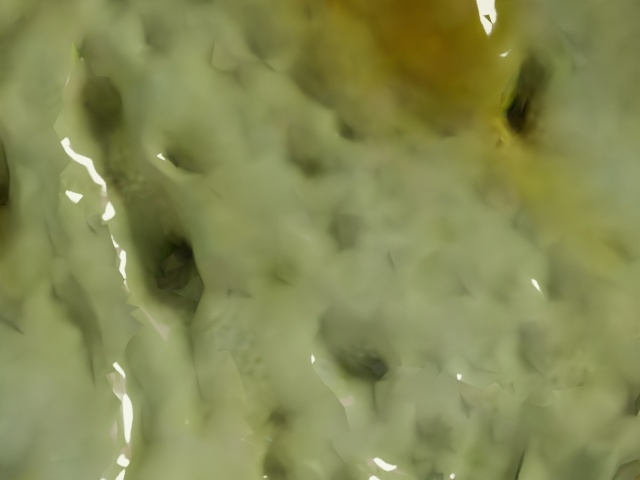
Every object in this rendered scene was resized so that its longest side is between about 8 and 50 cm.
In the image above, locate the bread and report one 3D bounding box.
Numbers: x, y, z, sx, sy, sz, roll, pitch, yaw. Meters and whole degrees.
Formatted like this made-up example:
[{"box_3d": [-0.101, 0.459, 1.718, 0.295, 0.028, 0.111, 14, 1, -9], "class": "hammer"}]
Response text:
[{"box_3d": [-0.003, 0.006, 0.422, 0.238, 0.196, 0.252, 63, 0, 13], "class": "bread"}]
